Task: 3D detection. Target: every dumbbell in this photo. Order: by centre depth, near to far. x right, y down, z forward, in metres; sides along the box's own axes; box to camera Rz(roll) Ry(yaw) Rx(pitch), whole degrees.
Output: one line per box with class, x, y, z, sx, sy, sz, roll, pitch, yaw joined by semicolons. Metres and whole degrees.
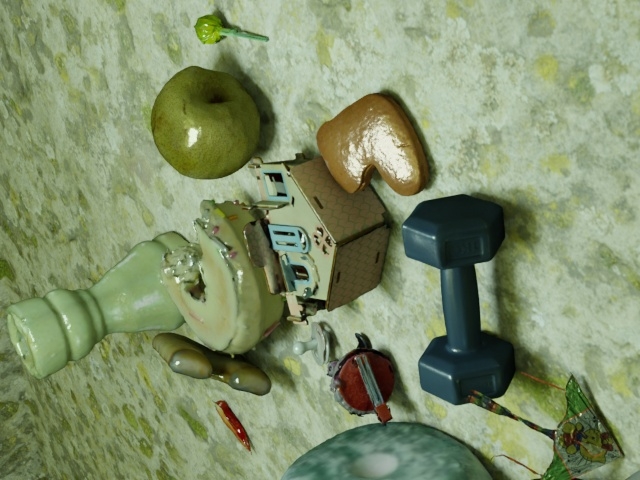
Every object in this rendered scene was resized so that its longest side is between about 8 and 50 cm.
dumbbell;0.216;0.092;1.581;0.144;0.156;0.316;2;114;24

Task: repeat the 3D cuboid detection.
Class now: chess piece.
chess piece;-0.505;0.155;2.410;0.234;0.442;0.234;35;137;42

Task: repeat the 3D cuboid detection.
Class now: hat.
hat;0.067;0.269;1.976;0.140;0.129;0.227;48;169;-11

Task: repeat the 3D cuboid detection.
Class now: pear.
pear;-0.225;-0.218;1.998;0.228;0.188;0.211;50;142;21

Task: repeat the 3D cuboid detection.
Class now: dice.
dice;0.126;0.550;1.825;0.328;0.331;0.348;17;122;52

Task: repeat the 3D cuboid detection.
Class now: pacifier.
pacifier;-0.018;0.216;2.064;0.081;0.078;0.099;-122;30;-46

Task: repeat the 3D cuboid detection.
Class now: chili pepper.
chili pepper;-0.217;0.464;2.564;0.178;0.027;0.045;51;149;25

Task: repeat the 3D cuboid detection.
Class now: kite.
kite;0.333;0.287;1.536;0.244;0.006;0.198;19;97;12

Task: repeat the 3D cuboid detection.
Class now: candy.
candy;-0.169;-0.394;1.948;0.194;0.062;0.058;20;81;39

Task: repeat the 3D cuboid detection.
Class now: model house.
model house;0.000;0.000;1.824;0.244;0.169;0.325;4;111;53

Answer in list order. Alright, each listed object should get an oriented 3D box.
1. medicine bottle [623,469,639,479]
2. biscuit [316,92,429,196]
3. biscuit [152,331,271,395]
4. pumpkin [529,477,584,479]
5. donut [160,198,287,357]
medicine bottle;0.420;0.398;1.331;0.157;0.289;0.156;32;133;42
biscuit;0.084;-0.140;1.693;0.192;0.036;0.186;-30;83;44
biscuit;-0.246;0.272;2.283;0.062;0.237;0.291;-71;17;-2
pumpkin;0.367;0.476;1.584;0.219;0.162;0.218;29;131;39
donut;-0.198;0.089;2.187;0.307;0.150;0.371;61;148;10
